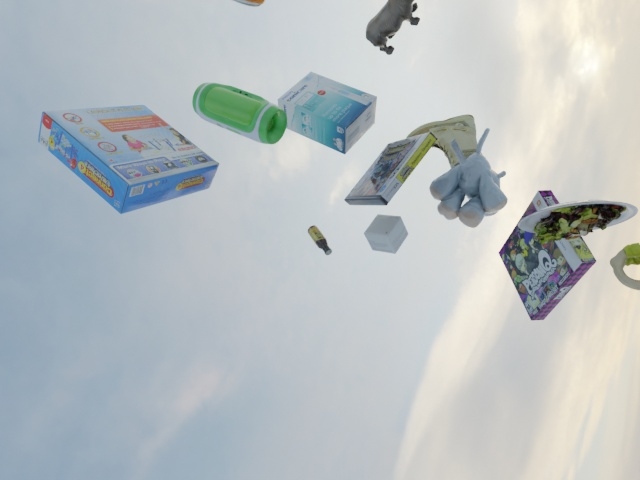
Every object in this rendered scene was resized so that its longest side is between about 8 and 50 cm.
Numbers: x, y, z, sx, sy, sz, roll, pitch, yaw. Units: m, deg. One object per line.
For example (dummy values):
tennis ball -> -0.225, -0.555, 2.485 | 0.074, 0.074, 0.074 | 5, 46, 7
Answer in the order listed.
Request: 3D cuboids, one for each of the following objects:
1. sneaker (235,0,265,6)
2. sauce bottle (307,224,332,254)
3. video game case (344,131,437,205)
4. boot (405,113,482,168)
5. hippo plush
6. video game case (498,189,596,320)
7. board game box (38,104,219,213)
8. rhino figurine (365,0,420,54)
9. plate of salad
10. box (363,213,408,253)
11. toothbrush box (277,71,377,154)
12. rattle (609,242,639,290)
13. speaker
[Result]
sneaker -> -0.259, -0.654, 1.192 | 0.262, 0.121, 0.099 | 23, -96, -10
sauce bottle -> 0.000, 0.000, 1.640 | 0.042, 0.128, 0.042 | -22, -39, -20
video game case -> 0.203, -0.211, 1.453 | 0.035, 0.275, 0.248 | 40, -99, -17
boot -> 0.456, -0.338, 1.767 | 0.095, 0.261, 0.204 | 47, -146, -62
hippo plush -> 0.511, -0.182, 1.631 | 0.236, 0.234, 0.295 | 4, -107, -62
video game case -> 0.513, 0.037, 1.109 | 0.232, 0.041, 0.210 | 101, 164, -50
board game box -> -0.475, -0.222, 1.212 | 0.308, 0.302, 0.086 | -30, -26, -56
rhino figurine -> 0.208, -0.595, 1.228 | 0.106, 0.243, 0.073 | 2, -122, -38
plate of salad -> 0.476, -0.031, 0.891 | 0.199, 0.199, 0.048 | 19, -113, -49
box -> 0.223, -0.023, 1.622 | 0.102, 0.101, 0.087 | -52, -50, -27
toothbrush box -> 0.025, -0.470, 1.740 | 0.216, 0.295, 0.126 | -48, -26, -30
rattle -> 0.902, 0.109, 1.309 | 0.130, 0.200, 0.143 | -39, -32, 1
speaker -> -0.252, -0.396, 1.479 | 0.131, 0.296, 0.131 | -47, -29, -35
